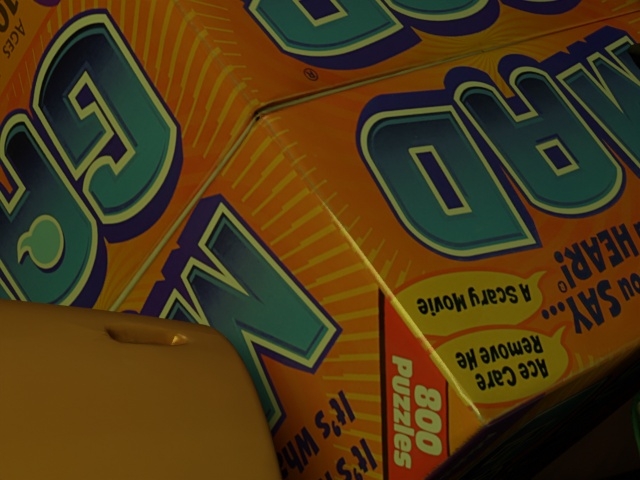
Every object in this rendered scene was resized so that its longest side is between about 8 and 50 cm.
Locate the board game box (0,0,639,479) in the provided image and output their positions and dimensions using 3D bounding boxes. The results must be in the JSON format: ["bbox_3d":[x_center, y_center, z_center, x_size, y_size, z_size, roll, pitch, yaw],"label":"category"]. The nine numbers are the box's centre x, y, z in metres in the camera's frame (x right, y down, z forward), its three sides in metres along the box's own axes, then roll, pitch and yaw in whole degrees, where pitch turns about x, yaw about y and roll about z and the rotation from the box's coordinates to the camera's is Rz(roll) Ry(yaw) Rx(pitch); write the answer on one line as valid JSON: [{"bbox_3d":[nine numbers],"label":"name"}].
[{"bbox_3d":[0.000,0.000,0.939,0.356,0.356,0.356,-20,-22,-45],"label":"board game box"}]

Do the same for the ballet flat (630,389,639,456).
[{"bbox_3d":[0.190,0.097,0.779,0.083,0.087,0.247,-26,-4,8],"label":"ballet flat"}]

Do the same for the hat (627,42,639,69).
[{"bbox_3d":[0.260,0.020,0.705,0.331,0.331,0.134,33,-100,-86],"label":"hat"}]

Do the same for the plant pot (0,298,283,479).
[{"bbox_3d":[-0.133,0.146,0.671,0.203,0.291,0.291,-5,-9,-18],"label":"plant pot"}]
